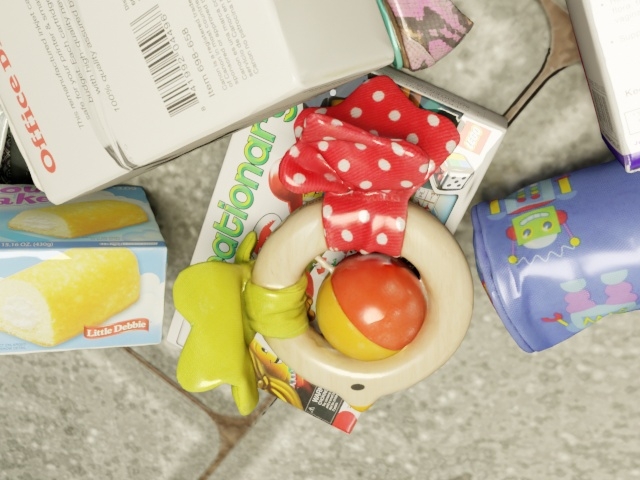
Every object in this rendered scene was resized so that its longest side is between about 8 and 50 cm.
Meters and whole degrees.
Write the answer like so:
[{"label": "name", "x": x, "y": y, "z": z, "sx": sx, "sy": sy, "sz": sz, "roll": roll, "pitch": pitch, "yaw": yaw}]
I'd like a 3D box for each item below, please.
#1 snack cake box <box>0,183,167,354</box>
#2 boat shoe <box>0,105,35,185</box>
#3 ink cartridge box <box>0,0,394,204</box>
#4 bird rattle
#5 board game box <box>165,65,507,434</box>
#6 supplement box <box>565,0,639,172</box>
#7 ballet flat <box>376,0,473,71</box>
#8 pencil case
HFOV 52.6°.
[{"label": "snack cake box", "x": -0.266, "y": 0.017, "z": 0.511, "sx": 0.264, "sy": 0.152, "sz": 0.089, "roll": -1, "pitch": 114, "yaw": -23}, {"label": "boat shoe", "x": -0.294, "y": -0.042, "z": 0.603, "sx": 0.081, "sy": 0.079, "sz": 0.227, "roll": 13, "pitch": 110, "yaw": 16}, {"label": "ink cartridge box", "x": -0.116, "y": -0.158, "z": 0.441, "sx": 0.273, "sy": 0.114, "sz": 0.197, "roll": -14, "pitch": 101, "yaw": 39}, {"label": "bird rattle", "x": 0.019, "y": 0.020, "z": 0.481, "sx": 0.207, "sy": 0.143, "sz": 0.253, "roll": 41, "pitch": 102, "yaw": -14}, {"label": "board game box", "x": 0.000, "y": 0.000, "z": 0.550, "sx": 0.193, "sy": 0.053, "sz": 0.305, "roll": 25, "pitch": 114, "yaw": 6}, {"label": "supplement box", "x": 0.207, "y": -0.172, "z": 0.395, "sx": 0.114, "sy": 0.111, "sz": 0.220, "roll": -18, "pitch": 105, "yaw": 21}, {"label": "ballet flat", "x": 0.039, "y": -0.229, "z": 0.450, "sx": 0.079, "sy": 0.077, "sz": 0.221, "roll": -31, "pitch": 105, "yaw": 5}, {"label": "pencil case", "x": 0.262, "y": -0.011, "z": 0.438, "sx": 0.306, "sy": 0.119, "sz": 0.133, "roll": -17, "pitch": 143, "yaw": 20}]
